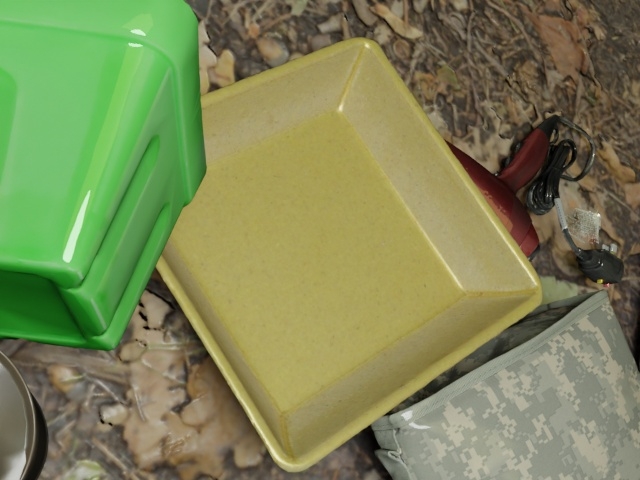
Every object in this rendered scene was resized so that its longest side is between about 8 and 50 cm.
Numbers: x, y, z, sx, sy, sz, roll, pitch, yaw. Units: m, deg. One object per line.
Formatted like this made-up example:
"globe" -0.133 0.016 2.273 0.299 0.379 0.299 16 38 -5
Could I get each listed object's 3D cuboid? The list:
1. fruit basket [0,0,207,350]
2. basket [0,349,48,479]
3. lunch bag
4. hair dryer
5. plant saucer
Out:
"fruit basket" -0.261 -0.125 0.586 0.392 0.283 0.391 2 66 -5
"basket" -0.271 0.134 0.556 0.205 0.227 0.154 9 73 -25
"lunch bag" 0.189 0.215 0.800 0.287 0.169 0.235 -24 88 -34
"hair dryer" 0.212 -0.061 0.955 0.294 0.080 0.223 15 55 -28
"plant saucer" 0.000 0.000 0.790 0.333 0.081 0.332 -28 79 -29
